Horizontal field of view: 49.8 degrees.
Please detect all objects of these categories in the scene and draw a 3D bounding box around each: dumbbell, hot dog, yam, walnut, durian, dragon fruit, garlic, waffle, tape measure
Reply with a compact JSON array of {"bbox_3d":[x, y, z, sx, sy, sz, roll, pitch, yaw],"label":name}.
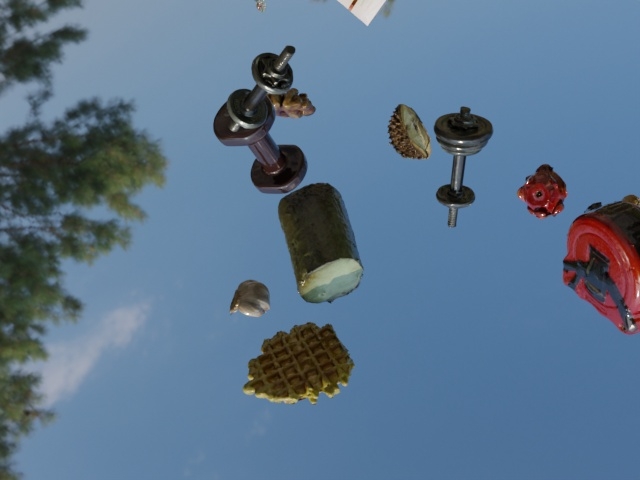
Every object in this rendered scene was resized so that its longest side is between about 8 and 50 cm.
[{"bbox_3d":[-0.108,-0.263,1.221,0.254,0.081,0.081,-38,-166,53],"label":"dumbbell"},{"bbox_3d":[0.796,-0.061,1.807,0.045,0.071,0.165,3,-145,45],"label":"hot dog"},{"bbox_3d":[0.000,0.000,1.834,0.195,0.195,0.300,-21,-126,7],"label":"yam"},{"bbox_3d":[-0.089,-0.377,1.896,0.143,0.069,0.170,2,180,14],"label":"walnut"},{"bbox_3d":[0.164,-0.197,1.304,0.052,0.130,0.066,1,-137,47],"label":"durian"},{"bbox_3d":[0.487,-0.109,1.533,0.068,0.112,0.126,-1,-114,-25],"label":"dragon fruit"},{"bbox_3d":[-0.154,0.136,1.604,0.074,0.094,0.113,-53,-155,35],"label":"garlic"},{"bbox_3d":[-0.047,0.313,1.796,0.307,0.060,0.312,-5,-149,21],"label":"waffle"},{"bbox_3d":[0.600,0.045,1.405,0.114,0.260,0.253,-20,-146,-11],"label":"tape measure"},{"bbox_3d":[0.264,-0.134,1.324,0.110,0.255,0.110,0,-146,0],"label":"dumbbell"},{"bbox_3d":[-0.127,-0.208,1.508,0.140,0.225,0.124,4,-118,25],"label":"dumbbell"}]

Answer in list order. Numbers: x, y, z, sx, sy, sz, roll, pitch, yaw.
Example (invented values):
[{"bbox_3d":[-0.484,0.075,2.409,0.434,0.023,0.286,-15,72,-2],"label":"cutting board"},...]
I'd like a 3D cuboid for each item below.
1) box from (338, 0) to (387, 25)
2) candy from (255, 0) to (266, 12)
[{"bbox_3d":[0.054,-0.478,1.268,0.084,0.154,0.040,-45,-171,50],"label":"box"},{"bbox_3d":[-0.149,-0.532,1.361,0.043,0.175,0.045,-29,-152,-9],"label":"candy"}]
